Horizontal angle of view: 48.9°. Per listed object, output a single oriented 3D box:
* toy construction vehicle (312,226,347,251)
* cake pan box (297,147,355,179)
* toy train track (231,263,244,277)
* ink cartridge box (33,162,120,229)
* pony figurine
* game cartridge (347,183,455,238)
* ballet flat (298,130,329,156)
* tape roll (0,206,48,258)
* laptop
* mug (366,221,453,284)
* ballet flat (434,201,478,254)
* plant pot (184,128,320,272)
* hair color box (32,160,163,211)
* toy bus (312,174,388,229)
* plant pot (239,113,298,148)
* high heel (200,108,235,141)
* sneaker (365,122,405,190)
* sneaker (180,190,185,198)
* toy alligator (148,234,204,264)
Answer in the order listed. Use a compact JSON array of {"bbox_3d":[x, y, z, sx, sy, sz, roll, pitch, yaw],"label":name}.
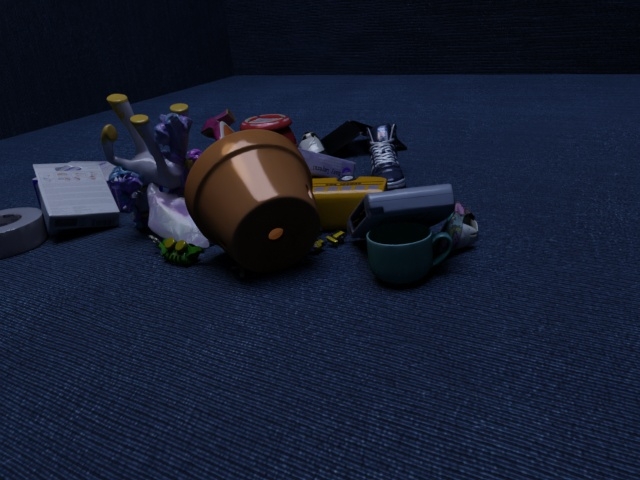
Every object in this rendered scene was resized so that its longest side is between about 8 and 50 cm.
[{"bbox_3d":[0.000,0.000,1.634,0.086,0.035,0.098,25,39,35],"label":"toy construction vehicle"},{"bbox_3d":[-0.082,-0.195,1.903,0.245,0.070,0.267,12,-7,-37],"label":"cake pan box"},{"bbox_3d":[-0.174,0.060,1.551,0.048,0.014,0.083,-9,22,-5],"label":"toy train track"},{"bbox_3d":[-0.677,-0.125,1.946,0.189,0.066,0.232,-6,40,-32],"label":"ink cartridge box"},{"bbox_3d":[-0.386,-0.167,1.783,0.351,0.363,0.303,11,40,19],"label":"pony figurine"},{"bbox_3d":[0.173,-0.059,1.504,0.198,0.062,0.297,-11,-8,-8],"label":"game cartridge"},{"bbox_3d":[-0.031,-0.293,2.283,0.095,0.096,0.280,-21,22,1],"label":"ballet flat"},{"bbox_3d":[-0.846,-0.020,1.875,0.219,0.072,0.219,-7,21,3],"label":"tape roll"},{"bbox_3d":[0.133,-0.326,2.441,0.264,0.137,0.234,16,18,-14],"label":"laptop"},{"bbox_3d":[0.171,0.032,1.405,0.157,0.097,0.129,9,26,33],"label":"mug"},{"bbox_3d":[0.309,-0.025,1.557,0.079,0.077,0.221,19,27,10],"label":"ballet flat"},{"bbox_3d":[-0.130,-0.068,1.533,0.290,0.291,0.203,-14,41,-18],"label":"plant pot"},{"bbox_3d":[-0.680,-0.169,2.158,0.338,0.110,0.185,4,25,22],"label":"hair color box"},{"bbox_3d":[0.002,-0.090,1.753,0.332,0.108,0.130,-1,24,13],"label":"toy bus"},{"bbox_3d":[-0.166,-0.314,2.283,0.191,0.174,0.191,-5,20,2],"label":"plant pot"},{"bbox_3d":[-0.306,-0.301,2.044,0.117,0.082,0.244,-35,33,14],"label":"high heel"},{"bbox_3d":[0.184,-0.245,2.024,0.099,0.153,0.282,-6,21,3],"label":"sneaker"},{"bbox_3d":[-0.312,-0.130,2.004,0.237,0.085,0.086,3,-3,32],"label":"sneaker"},{"bbox_3d":[-0.346,0.027,1.643,0.189,0.056,0.051,10,67,36],"label":"toy alligator"}]
